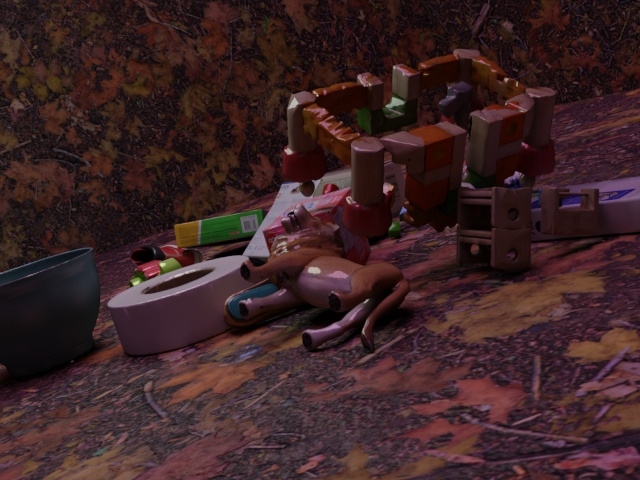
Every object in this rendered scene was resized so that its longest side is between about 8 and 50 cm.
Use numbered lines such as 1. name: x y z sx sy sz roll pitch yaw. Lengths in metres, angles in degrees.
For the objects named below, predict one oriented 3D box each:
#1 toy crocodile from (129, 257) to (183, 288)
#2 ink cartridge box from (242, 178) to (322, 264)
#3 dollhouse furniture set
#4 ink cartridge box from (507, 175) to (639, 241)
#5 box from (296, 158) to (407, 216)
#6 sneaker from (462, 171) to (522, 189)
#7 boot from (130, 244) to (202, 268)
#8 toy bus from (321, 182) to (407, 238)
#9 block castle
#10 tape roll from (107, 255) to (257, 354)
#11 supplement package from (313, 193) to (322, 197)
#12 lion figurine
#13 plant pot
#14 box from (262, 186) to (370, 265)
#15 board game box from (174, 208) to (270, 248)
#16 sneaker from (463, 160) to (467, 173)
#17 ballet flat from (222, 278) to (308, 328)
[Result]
1. toy crocodile: -0.393 0.092 2.008 0.115 0.105 0.340 -20 9 -19
2. ink cartridge box: -0.082 -0.043 2.046 0.224 0.045 0.223 -62 24 -13
3. dollhouse furniture set: 0.331 -0.021 1.352 0.183 0.129 0.129 0 4 -17
4. ink cartridge box: 0.467 -0.056 1.439 0.165 0.065 0.332 -24 13 -38
5. box: 0.084 -0.124 2.296 0.121 0.148 0.311 -23 12 -39
6. sneaker: 0.379 -0.111 1.781 0.131 0.112 0.296 -9 14 21
7. boot: -0.455 0.047 2.264 0.176 0.088 0.244 8 -7 -38
8. toy bus: 0.098 -0.050 1.945 0.202 0.191 0.104 -18 -34 -6
9. block castle: 0.185 -0.171 1.530 0.453 0.213 0.303 -19 38 -24
10. tape roll: -0.258 0.121 1.609 0.286 0.100 0.286 -17 10 3
11. supplement package: 0.044 -0.070 2.172 0.105 0.105 0.179 -25 13 -38
12. lion figurine: 0.026 0.066 1.328 0.240 0.142 0.392 -17 29 -36
13. plant pot: -0.572 0.153 1.689 0.293 0.196 0.293 -16 9 3
14. box: 0.000 0.000 1.684 0.142 0.154 0.300 -15 10 13
15. board game box: -0.236 -0.030 2.315 0.242 0.064 0.316 -10 -1 9
16. sneaker: 0.349 -0.154 2.027 0.136 0.116 0.314 -3 16 36
17. ballet flat: -0.071 0.097 1.507 0.232 0.080 0.073 -18 -21 -21
